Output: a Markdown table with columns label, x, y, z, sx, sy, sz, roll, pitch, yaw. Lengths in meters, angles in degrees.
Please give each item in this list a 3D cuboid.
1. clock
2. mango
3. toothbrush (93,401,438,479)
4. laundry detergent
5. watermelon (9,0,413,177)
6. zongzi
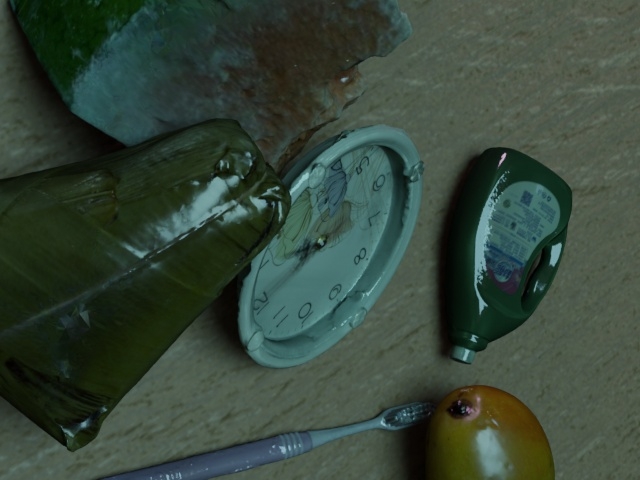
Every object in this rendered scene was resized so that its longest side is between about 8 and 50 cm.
| label | x | y | z | sx | sy | sz | roll | pitch | yaw |
| --- | --- | --- | --- | --- | --- | --- | --- | --- | --- |
| clock | 0.000 | 0.000 | 1.124 | 0.236 | 0.053 | 0.236 | -36 | 144 | -31 |
| mango | 0.165 | 0.250 | 1.227 | 0.138 | 0.113 | 0.253 | -34 | 121 | -52 |
| toothbrush | -0.039 | 0.185 | 1.148 | 0.354 | 0.029 | 0.024 | -9 | 77 | -32 |
| laundry detergent | 0.179 | 0.025 | 1.274 | 0.137 | 0.063 | 0.210 | 28 | 74 | -36 |
| watermelon | -0.070 | -0.176 | 1.000 | 0.264 | 0.151 | 0.302 | -40 | 115 | 15 |
| zongzi | -0.206 | -0.033 | 0.944 | 0.300 | 0.145 | 0.274 | 41 | 99 | -16 |
